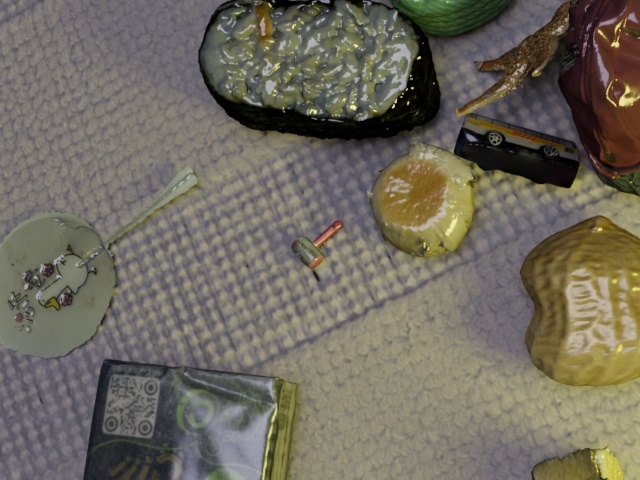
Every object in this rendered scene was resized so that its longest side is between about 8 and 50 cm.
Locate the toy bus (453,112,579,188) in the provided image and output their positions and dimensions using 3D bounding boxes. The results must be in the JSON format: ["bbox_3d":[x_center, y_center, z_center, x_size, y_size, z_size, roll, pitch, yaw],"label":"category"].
[{"bbox_3d":[0.275,-0.126,1.984,0.172,0.057,0.072,16,38,2],"label":"toy bus"}]

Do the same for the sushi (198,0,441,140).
[{"bbox_3d":[-0.002,-0.251,2.065,0.350,0.171,0.211,2,80,17],"label":"sushi"}]

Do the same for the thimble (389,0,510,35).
[{"bbox_3d":[0.188,-0.411,2.055,0.219,0.150,0.219,-4,77,17],"label":"thimble"}]

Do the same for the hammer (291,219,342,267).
[{"bbox_3d":[0.000,0.000,2.083,0.083,0.031,0.052,-41,72,-7],"label":"hammer"}]

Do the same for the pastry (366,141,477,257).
[{"bbox_3d":[0.145,-0.056,2.019,0.166,0.088,0.166,-3,77,15],"label":"pastry"}]

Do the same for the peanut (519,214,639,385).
[{"bbox_3d":[0.368,0.081,1.910,0.197,0.110,0.233,-9,77,14],"label":"peanut"}]

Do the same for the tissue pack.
[{"bbox_3d":[-0.198,0.376,2.004,0.288,0.124,0.394,3,79,19],"label":"tissue pack"}]

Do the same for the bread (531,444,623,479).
[{"bbox_3d":[0.358,0.408,1.834,0.178,0.142,0.266,-24,63,49],"label":"bread"}]

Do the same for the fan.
[{"bbox_3d":[-0.353,0.022,2.188,0.414,0.012,0.233,-34,71,10],"label":"fan"}]

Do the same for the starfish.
[{"bbox_3d":[0.285,-0.252,1.967,0.231,0.295,0.048,-36,104,29],"label":"starfish"}]

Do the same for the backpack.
[{"bbox_3d":[0.409,-0.224,1.856,0.197,0.317,0.283,11,80,37],"label":"backpack"}]
